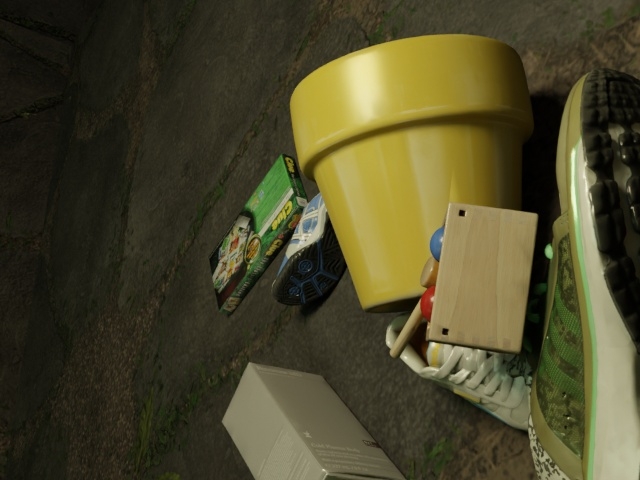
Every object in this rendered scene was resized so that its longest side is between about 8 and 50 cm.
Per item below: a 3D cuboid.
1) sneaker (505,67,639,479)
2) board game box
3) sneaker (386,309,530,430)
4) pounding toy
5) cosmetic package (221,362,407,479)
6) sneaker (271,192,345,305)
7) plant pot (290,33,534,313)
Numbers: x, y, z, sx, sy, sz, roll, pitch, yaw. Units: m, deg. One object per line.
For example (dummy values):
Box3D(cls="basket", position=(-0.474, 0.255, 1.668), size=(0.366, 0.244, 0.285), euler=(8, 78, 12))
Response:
Box3D(cls="sneaker", position=(0.206, 0.071, 0.633), size=(0.182, 0.158, 0.410), euler=(-9, 80, 58))
Box3D(cls="board game box", position=(-0.109, -0.009, 1.334), size=(0.259, 0.030, 0.136), euler=(-51, 36, 31))
Box3D(cls="sneaker", position=(0.158, 0.128, 0.792), size=(0.229, 0.092, 0.087), euler=(14, 86, 54))
Box3D(cls="pounding toy", position=(0.117, 0.045, 0.682), size=(0.141, 0.100, 0.130), euler=(54, -135, -80))
Box3D(cls="cosmetic package", position=(-0.015, 0.254, 0.971), size=(0.238, 0.127, 0.107), euler=(45, 114, 53))
Box3D(cls="sneaker", position=(0.000, 0.000, 1.126), size=(0.211, 0.080, 0.081), euler=(-55, 28, 10))
Box3D(cls="plant pot", position=(0.106, -0.053, 0.839), size=(0.254, 0.254, 0.238), euler=(-21, 73, 52))
